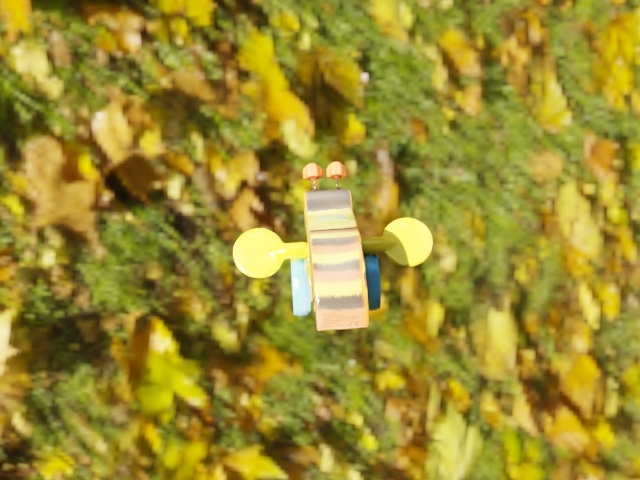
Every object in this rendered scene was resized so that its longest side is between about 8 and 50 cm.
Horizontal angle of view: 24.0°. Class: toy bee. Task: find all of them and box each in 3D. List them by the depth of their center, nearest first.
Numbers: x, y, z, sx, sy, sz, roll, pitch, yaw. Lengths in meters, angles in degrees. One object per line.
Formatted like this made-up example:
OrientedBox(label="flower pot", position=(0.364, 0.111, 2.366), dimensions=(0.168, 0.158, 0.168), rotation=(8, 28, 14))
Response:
OrientedBox(label="toy bee", position=(0.000, 0.000, 1.603), dimensions=(0.195, 0.298, 0.162), rotation=(-7, 96, -23))
